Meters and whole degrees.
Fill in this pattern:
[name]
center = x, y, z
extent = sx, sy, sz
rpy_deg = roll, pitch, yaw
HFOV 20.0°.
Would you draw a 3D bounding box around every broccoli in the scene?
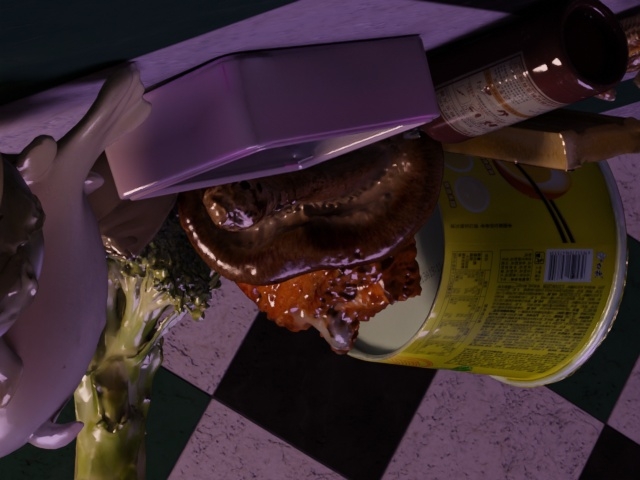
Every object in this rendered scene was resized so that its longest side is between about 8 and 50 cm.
[broccoli]
center = -0.219, 0.137, 1.848
extent = 0.221, 0.361, 0.252
rpy_deg = 3, 159, 2

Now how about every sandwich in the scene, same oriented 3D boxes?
[sandwich]
center = -0.001, -0.011, 1.662
extent = 0.109, 0.212, 0.292
rpy_deg = -30, 171, -28

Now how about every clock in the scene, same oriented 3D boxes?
[clock]
center = -0.034, -0.084, 1.241
extent = 0.150, 0.063, 0.197
rpy_deg = -18, 176, 44

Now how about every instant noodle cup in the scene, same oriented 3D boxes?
[instant noodle cup]
center = 0.130, 0.003, 1.867
extent = 0.221, 0.311, 0.311
rpy_deg = 1, 168, -39

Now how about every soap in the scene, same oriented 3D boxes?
[soap]
center = 0.161, -0.095, 1.581
extent = 0.092, 0.037, 0.252
rpy_deg = -14, -164, -35

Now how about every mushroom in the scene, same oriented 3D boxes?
[mushroom]
center = -0.020, -0.037, 1.409
extent = 0.227, 0.148, 0.217
rpy_deg = -22, 179, 11

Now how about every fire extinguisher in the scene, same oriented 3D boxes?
[fire extinguisher]
center = 0.113, -0.121, 1.341
extent = 0.099, 0.071, 0.231
rpy_deg = 21, 157, -33

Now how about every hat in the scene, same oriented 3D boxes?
[hat]
center = -0.198, -0.038, 1.416
extent = 0.175, 0.085, 0.147
rpy_deg = 9, -177, -13

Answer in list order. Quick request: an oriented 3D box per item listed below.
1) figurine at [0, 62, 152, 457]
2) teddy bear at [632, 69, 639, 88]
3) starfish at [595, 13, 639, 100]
[figurine]
center = -0.204, -0.016, 1.010
extent = 0.274, 0.226, 0.394
rpy_deg = -45, 170, -10
[teddy bear]
center = 0.471, -0.098, 1.267
extent = 0.362, 0.327, 0.375
rpy_deg = -31, -141, -8
[starfish]
center = 0.226, -0.143, 1.464
extent = 0.277, 0.062, 0.236
rpy_deg = -10, 176, -9
